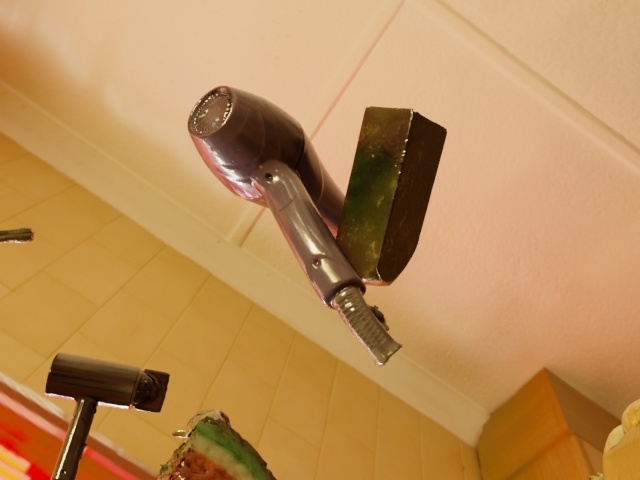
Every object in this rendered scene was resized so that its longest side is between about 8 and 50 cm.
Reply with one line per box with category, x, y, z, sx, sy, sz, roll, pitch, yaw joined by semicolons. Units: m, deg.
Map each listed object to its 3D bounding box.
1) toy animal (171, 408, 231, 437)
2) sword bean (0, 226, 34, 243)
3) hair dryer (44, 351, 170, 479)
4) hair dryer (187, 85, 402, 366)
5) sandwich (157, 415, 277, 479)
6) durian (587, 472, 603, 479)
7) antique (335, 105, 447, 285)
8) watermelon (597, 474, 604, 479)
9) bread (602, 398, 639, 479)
toy animal;-0.284;0.456;1.337;0.137;0.098;0.098;-2;-68;17
sword bean;-0.744;-0.012;1.144;0.269;0.043;0.038;1;-26;-34
hair dryer;-0.379;0.325;0.923;0.196;0.248;0.078;14;-31;-10
hair dryer;0.000;0.000;0.644;0.121;0.361;0.301;-38;-39;13
sandwich;-0.069;0.261;0.381;0.079;0.159;0.235;-43;-99;34
durian;0.579;0.543;1.007;0.169;0.352;0.158;-26;-85;23
antique;0.083;-0.051;0.699;0.081;0.080;0.220;16;-86;43
watermelon;0.392;0.349;0.580;0.213;0.201;0.261;37;-77;-10
bread;0.223;0.229;0.272;0.121;0.311;0.173;2;-24;11
